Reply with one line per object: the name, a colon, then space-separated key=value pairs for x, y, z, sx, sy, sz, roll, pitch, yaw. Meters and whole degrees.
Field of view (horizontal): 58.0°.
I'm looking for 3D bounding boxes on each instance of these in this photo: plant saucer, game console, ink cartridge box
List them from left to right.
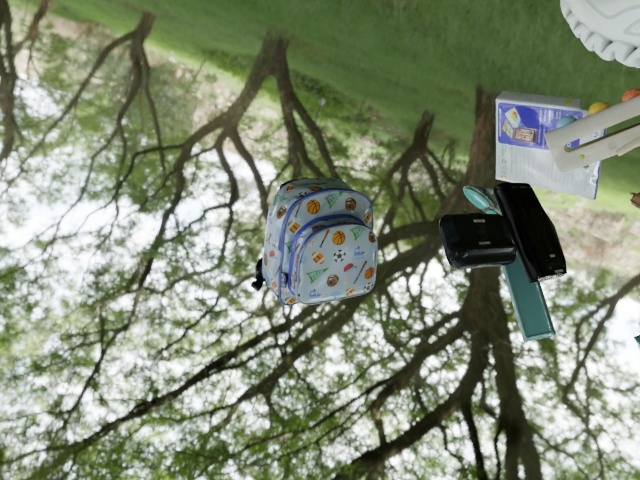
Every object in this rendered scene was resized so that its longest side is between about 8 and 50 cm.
game console: x=0.359 y=-0.017 z=1.146 sx=0.361 sy=0.044 sz=0.213 roll=-2 pitch=-112 yaw=-39
plant saucer: x=0.432 y=0.111 z=1.211 sx=0.067 sy=0.192 sz=0.018 roll=-16 pitch=162 yaw=17
ink cartridge box: x=0.671 y=-0.281 z=1.698 sx=0.307 sy=0.304 sz=0.072 roll=15 pitch=-130 yaw=29

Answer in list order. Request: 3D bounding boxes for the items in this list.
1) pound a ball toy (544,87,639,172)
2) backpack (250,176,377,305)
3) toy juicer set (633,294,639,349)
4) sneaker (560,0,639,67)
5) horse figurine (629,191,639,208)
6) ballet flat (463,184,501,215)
pound a ball toy: x=0.714 y=-0.280 z=1.392 sx=0.319 sy=0.136 sz=0.208 roll=-22 pitch=-177 yaw=27
backpack: x=0.000 y=0.000 z=1.256 sx=0.276 sy=0.264 sz=0.213 roll=-11 pitch=-159 yaw=-28
toy juicer set: x=0.534 y=0.236 z=0.838 sx=0.329 sy=0.089 sz=0.209 roll=41 pitch=-158 yaw=-41
sneaker: x=0.325 y=-0.196 z=0.485 sx=0.110 sy=0.118 sz=0.292 roll=-26 pitch=-135 yaw=-10
horse figurine: x=0.687 y=-0.037 z=1.055 sx=0.174 sy=0.066 sz=0.263 roll=-9 pitch=-142 yaw=19
ballet flat: x=0.486 y=-0.110 z=1.654 sx=0.188 sy=0.070 sz=0.070 roll=41 pitch=-170 yaw=-16
